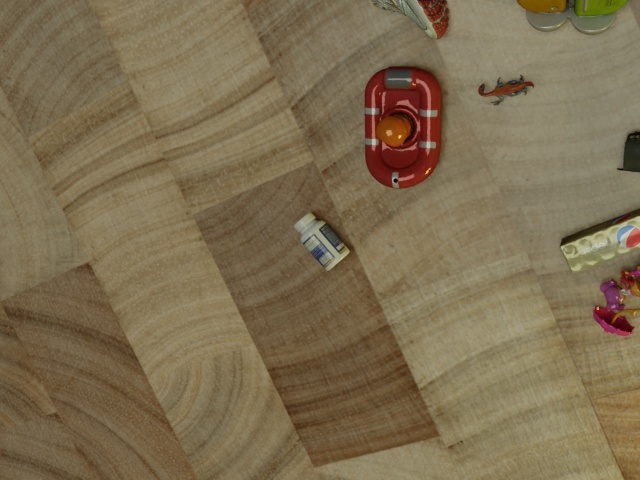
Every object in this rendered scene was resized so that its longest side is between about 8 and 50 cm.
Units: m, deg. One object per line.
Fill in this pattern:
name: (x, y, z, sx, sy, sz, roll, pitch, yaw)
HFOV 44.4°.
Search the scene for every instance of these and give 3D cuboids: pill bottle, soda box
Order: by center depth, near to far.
soda box: (0.541, -0.003, 1.452, 0.181, 0.058, 0.061, -24, 96, 25)
pill bottle: (0.000, 0.000, 1.660, 0.067, 0.067, 0.120, -42, 88, 27)

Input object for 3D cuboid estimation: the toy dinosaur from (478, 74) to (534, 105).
toy dinosaur: (0.336, -0.283, 1.444, 0.082, 0.090, 0.047, -11, 86, -7)

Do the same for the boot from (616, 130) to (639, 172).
boot: (0.601, -0.199, 1.363, 0.137, 0.077, 0.197, 12, 109, 23)

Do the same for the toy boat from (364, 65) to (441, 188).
toy boat: (0.146, -0.210, 1.491, 0.151, 0.151, 0.231, 4, 108, 21)

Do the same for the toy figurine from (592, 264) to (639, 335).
toy figurine: (0.580, 0.107, 1.453, 0.159, 0.130, 0.173, -24, 75, 35)

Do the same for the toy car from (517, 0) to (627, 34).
toy car: (0.430, -0.442, 1.328, 0.182, 0.159, 0.136, 10, 73, 19)

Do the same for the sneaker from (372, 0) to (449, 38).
sneaker: (0.150, -0.462, 1.461, 0.225, 0.088, 0.093, 49, 137, 2)
